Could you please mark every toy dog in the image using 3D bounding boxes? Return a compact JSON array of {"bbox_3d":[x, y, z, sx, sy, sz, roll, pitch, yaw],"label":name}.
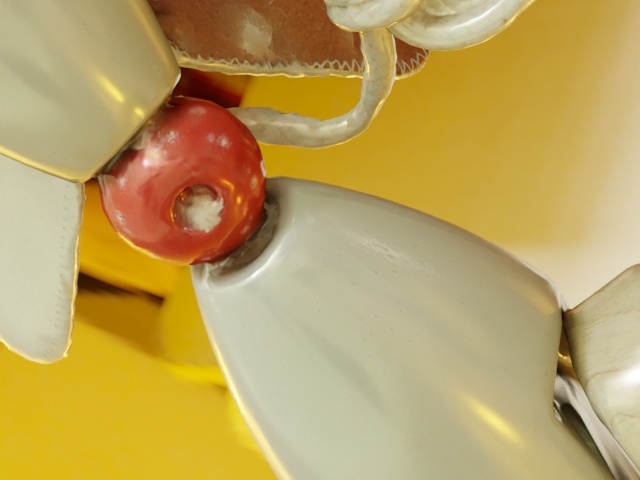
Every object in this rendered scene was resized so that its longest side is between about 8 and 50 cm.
[{"bbox_3d":[0.000,0.000,0.601,0.161,0.220,0.334,-111,-2,-68],"label":"toy dog"}]
